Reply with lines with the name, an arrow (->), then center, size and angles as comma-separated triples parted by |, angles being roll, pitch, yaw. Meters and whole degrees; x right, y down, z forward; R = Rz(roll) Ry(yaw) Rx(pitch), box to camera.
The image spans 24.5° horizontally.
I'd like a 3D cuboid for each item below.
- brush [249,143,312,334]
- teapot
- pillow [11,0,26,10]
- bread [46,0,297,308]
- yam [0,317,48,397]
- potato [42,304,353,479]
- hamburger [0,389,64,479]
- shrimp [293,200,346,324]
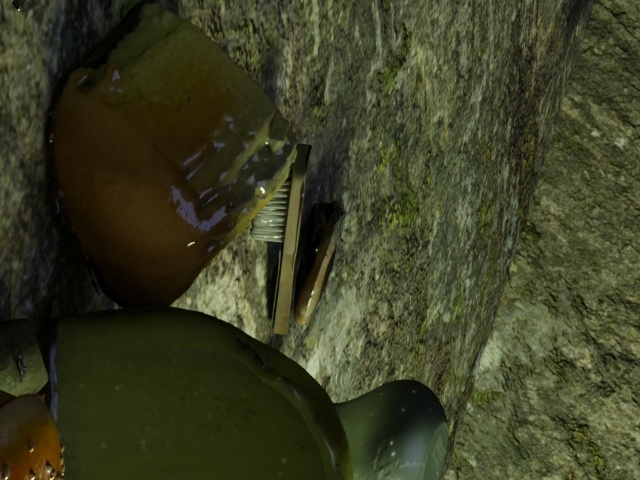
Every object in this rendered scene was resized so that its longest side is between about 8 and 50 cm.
brush -> -0.054, 0.006, 1.763 | 0.327, 0.065, 0.070 | 96, -1, -51
teapot -> 0.030, 0.246, 1.879 | 0.183, 0.250, 0.184 | 14, 90, -71
pillow -> -0.214, -0.251, 1.000 | 0.134, 0.077, 0.181 | -126, -135, -65
bread -> -0.133, -0.057, 1.319 | 0.204, 0.162, 0.262 | -49, 136, -31
yam -> -0.264, 0.102, 1.201 | 0.146, 0.069, 0.070 | -15, 119, -67
potato -> -0.099, 0.215, 1.380 | 0.213, 0.280, 0.330 | -26, 115, -79
hamburger -> -0.273, 0.198, 1.061 | 0.237, 0.147, 0.237 | -57, -178, 3
shrimp -> 0.000, 0.000, 1.850 | 0.219, 0.046, 0.152 | -75, 179, -47
